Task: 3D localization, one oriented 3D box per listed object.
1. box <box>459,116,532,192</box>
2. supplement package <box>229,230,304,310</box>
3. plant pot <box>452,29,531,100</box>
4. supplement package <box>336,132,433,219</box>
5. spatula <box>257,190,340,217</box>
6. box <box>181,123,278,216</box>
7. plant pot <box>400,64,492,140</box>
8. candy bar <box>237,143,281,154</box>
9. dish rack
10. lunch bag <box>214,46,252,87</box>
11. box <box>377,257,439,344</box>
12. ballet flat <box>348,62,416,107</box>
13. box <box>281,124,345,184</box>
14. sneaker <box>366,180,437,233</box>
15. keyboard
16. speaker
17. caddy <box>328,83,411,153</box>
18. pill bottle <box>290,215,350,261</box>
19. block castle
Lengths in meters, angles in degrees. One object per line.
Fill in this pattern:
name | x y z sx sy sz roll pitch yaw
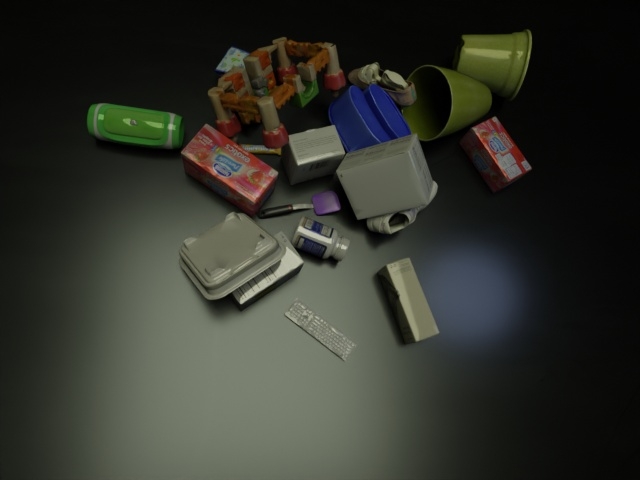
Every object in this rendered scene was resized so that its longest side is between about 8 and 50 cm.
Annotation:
box | 0.681 -0.336 1.845 0.128 0.122 0.257 -27 79 -18
supplement package | -0.195 0.101 1.535 0.244 0.139 0.134 -33 80 -17
plant pot | 0.679 -0.728 1.915 0.253 0.276 0.276 10 71 4
supplement package | 0.222 -0.212 1.599 0.204 0.261 0.145 63 33 -26
spatula | -0.078 -0.120 1.683 0.296 0.030 0.084 -10 74 -13
box | -0.310 -0.235 1.613 0.300 0.154 0.142 34 70 0
plant pot | 0.513 -0.537 1.828 0.293 0.275 0.275 -12 75 -30
candy bar | -0.224 -0.336 1.732 0.161 0.018 0.040 1 72 -11
dish rack | -0.291 0.024 1.466 0.285 0.072 0.333 -33 37 -18
lunch bag | -0.303 -0.643 1.773 0.151 0.096 0.129 30 70 -10
box | 0.297 0.208 1.609 0.094 0.113 0.275 -16 75 -14
ballet flat | 0.235 -0.620 1.805 0.316 0.106 0.107 31 73 25
box | -0.031 -0.301 1.670 0.180 0.182 0.119 -16 78 -15
sneaker | 0.319 -0.110 1.686 0.305 0.152 0.114 -36 116 -13
keyboard | 0.002 0.298 1.575 0.256 0.014 0.072 37 70 2
speaker | -0.630 -0.391 1.616 0.296 0.131 0.131 6 72 -9
caddy | 0.175 -0.415 1.751 0.241 0.179 0.341 -20 76 -39
pill bottle | 0.000 0.000 1.617 0.186 0.112 0.112 23 70 -3
block castle | -0.145 -0.507 1.641 0.303 0.213 0.453 18 54 29
